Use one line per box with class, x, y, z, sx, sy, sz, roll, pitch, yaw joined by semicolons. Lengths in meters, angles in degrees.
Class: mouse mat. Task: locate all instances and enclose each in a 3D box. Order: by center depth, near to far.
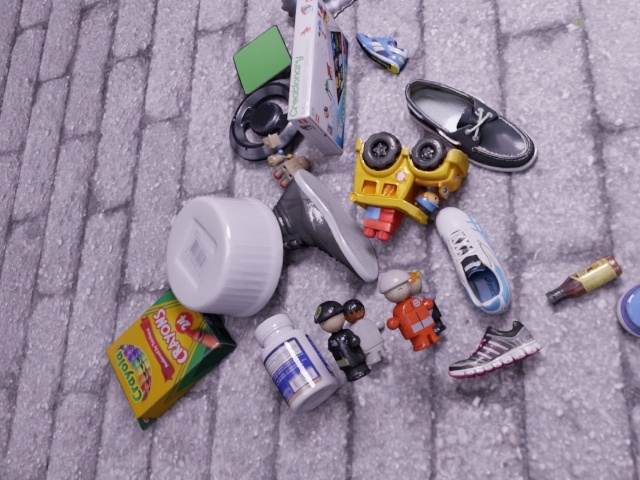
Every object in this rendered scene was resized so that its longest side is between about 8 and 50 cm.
mouse mat;-0.155;-0.473;1.419;0.153;0.007;0.189;-31;52;14

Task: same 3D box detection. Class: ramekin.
ramekin;-0.223;0.032;1.198;0.277;0.135;0.277;-6;81;45

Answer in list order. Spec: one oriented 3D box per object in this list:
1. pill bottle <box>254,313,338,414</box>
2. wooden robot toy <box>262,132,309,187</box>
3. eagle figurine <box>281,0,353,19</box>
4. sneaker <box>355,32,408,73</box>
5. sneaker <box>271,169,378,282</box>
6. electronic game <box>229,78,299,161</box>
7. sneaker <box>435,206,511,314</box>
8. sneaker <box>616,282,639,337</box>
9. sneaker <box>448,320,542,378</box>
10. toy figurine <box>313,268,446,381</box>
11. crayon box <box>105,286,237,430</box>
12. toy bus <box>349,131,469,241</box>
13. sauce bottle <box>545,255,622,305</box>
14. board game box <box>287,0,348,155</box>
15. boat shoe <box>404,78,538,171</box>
pill bottle;-0.056;0.249;1.118;0.112;0.112;0.186;-41;62;9
wooden robot toy;-0.065;-0.177;1.279;0.173;0.079;0.076;56;143;-2
eagle figurine;0.043;-0.702;1.337;0.298;0.225;0.226;-22;18;49
sneaker;0.143;-0.447;1.265;0.144;0.053;0.059;41;95;20
sneaker;0.000;0.000;1.182;0.147;0.104;0.296;-46;70;25
electronic game;-0.133;-0.301;1.353;0.229;0.048;0.229;-13;62;26
sneaker;0.288;0.030;1.035;0.085;0.086;0.237;-31;63;16
sneaker;0.613;0.081;0.778;0.323;0.236;0.130;-4;73;24
sneaker;0.307;0.198;0.990;0.170;0.063;0.075;-25;66;11
toy figurine;0.114;0.145;1.011;0.213;0.209;0.148;-30;81;19
crayon box;-0.374;0.272;1.280;0.318;0.081;0.202;-44;62;8
toy bus;0.169;-0.097;1.097;0.220;0.149;0.211;10;84;25
sauce bottle;0.464;0.074;0.962;0.128;0.042;0.042;-31;64;12
board game box;0.001;-0.370;1.228;0.053;0.193;0.305;-4;73;24
boat shoe;0.295;-0.238;1.106;0.302;0.091;0.114;31;90;29
